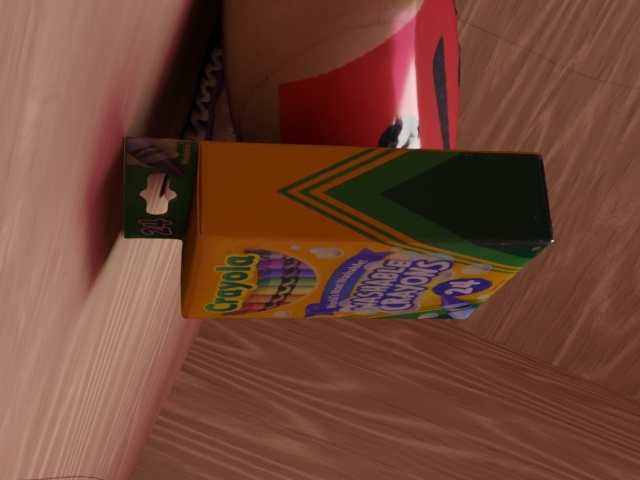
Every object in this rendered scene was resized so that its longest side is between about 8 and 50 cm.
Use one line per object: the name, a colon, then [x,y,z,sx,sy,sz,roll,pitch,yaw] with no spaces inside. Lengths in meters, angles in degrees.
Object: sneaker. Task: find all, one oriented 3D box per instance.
sneaker: [-0.078,-0.127,0.999,0.095,0.104,0.236,-69,-179,-60]

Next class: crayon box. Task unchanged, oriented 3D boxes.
crayon box: [0.000,0.000,0.813,0.203,0.323,0.083,117,-28,-66]

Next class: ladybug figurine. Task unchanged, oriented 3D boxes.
ladybug figurine: [0.038,-0.151,0.931,0.449,0.162,0.305,70,34,-57]
